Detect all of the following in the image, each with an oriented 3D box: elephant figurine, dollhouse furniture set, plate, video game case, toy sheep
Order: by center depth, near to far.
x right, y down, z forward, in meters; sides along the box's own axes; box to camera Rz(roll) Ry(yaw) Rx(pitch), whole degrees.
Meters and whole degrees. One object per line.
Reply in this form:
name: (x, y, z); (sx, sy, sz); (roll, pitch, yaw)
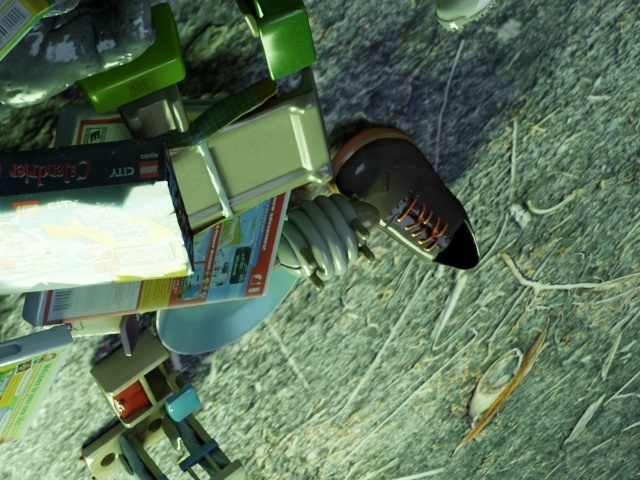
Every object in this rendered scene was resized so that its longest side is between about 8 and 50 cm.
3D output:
elephant figurine: (-0.227, -0.226, 1.422); (0.169, 0.186, 0.239); (-12, 139, 12)
dollhouse furniture set: (-0.111, -0.141, 1.677); (0.198, 0.151, 0.301); (-23, 154, -5)
video game case: (-0.336, 0.154, 1.783); (0.193, 0.023, 0.212); (-16, 158, -29)
video game case: (-0.137, -0.031, 1.805); (0.285, 0.025, 0.204); (-6, 116, -45)
dollhouse furniture set: (-0.219, 0.041, 1.868); (0.081, 0.091, 0.114); (-4, 120, 10)
toy sheep: (0.000, 0.000, 1.949); (0.132, 0.091, 0.091); (-25, 146, -14)
plate: (-0.093, 0.038, 1.995); (0.188, 0.024, 0.188); (-30, 148, -21)
dollhouse furniture set: (-0.172, 0.212, 2.013); (0.129, 0.129, 0.183); (-36, 150, -11)

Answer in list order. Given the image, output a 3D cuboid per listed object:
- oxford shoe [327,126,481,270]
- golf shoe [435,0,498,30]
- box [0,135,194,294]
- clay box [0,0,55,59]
oxford shoe: (0.096, -0.040, 2.044); (0.097, 0.098, 0.271); (-48, 149, 8)
golf shoe: (0.153, -0.284, 1.865); (0.086, 0.069, 0.176); (29, 104, -37)
box: (-0.230, -0.015, 1.625); (0.233, 0.044, 0.159); (-6, 150, 2)
clay box: (-0.303, -0.192, 1.324); (0.127, 0.222, 0.053); (-42, -174, 17)
